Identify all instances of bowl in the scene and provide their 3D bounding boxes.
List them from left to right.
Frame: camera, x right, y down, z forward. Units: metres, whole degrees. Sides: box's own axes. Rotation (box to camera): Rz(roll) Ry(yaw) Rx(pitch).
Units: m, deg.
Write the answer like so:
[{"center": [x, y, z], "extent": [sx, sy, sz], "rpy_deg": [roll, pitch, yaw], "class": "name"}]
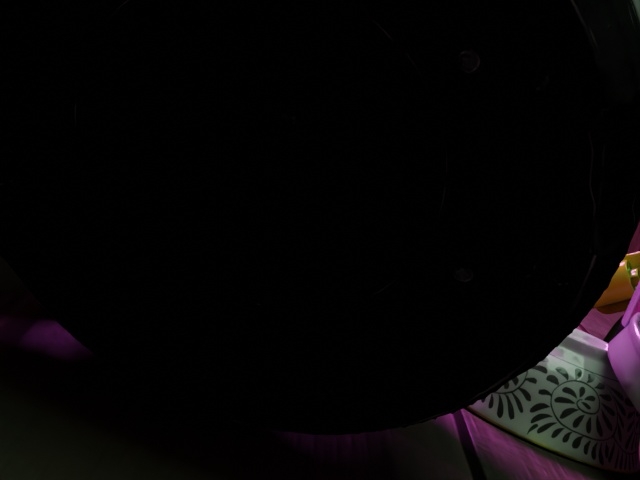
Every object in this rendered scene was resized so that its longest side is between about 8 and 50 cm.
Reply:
[{"center": [0.187, 0.109, 1.070], "extent": [0.170, 0.080, 0.170], "rpy_deg": [21, 7, -3], "class": "bowl"}]

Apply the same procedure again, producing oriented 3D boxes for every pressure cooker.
[{"center": [0.023, -0.136, 0.799], "extent": [0.370, 0.375, 0.420], "rpy_deg": [-3, 29, 21], "class": "pressure cooker"}]

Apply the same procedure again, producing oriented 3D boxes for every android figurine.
[{"center": [0.324, 0.054, 1.548], "extent": [0.273, 0.056, 0.248], "rpy_deg": [-15, -9, 21], "class": "android figurine"}]

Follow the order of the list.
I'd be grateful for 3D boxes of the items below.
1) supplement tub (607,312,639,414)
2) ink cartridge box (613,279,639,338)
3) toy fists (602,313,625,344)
[{"center": [0.397, 0.042, 0.971], "extent": [0.241, 0.331, 0.241], "rpy_deg": [40, 19, -16], "class": "supplement tub"}, {"center": [0.444, 0.144, 1.219], "extent": [0.371, 0.175, 0.069], "rpy_deg": [23, 7, 7], "class": "ink cartridge box"}, {"center": [0.395, 0.137, 1.474], "extent": [0.142, 0.096, 0.279], "rpy_deg": [18, 8, -8], "class": "toy fists"}]
